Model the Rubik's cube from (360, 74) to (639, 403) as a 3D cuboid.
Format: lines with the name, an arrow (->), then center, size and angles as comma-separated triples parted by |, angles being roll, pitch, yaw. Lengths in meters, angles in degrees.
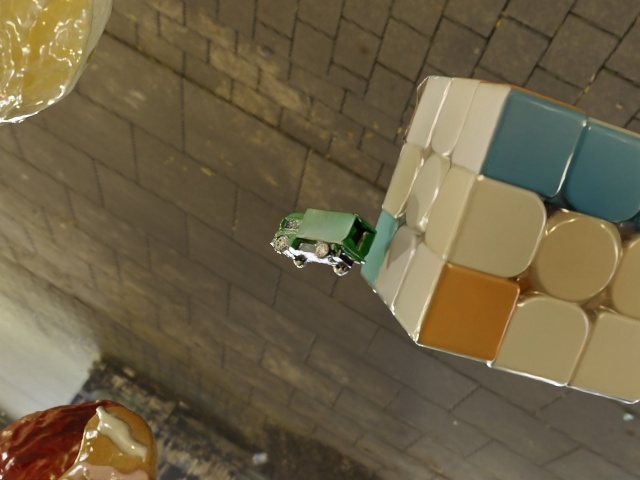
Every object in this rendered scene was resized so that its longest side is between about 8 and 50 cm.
Rubik's cube -> 0.293, -0.020, 1.164 | 0.344, 0.347, 0.346 | 15, -168, -12

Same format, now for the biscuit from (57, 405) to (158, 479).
biscuit -> -0.328, 0.414, 0.943 | 0.283, 0.432, 0.064 | 44, 165, 25

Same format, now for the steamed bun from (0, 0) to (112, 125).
steamed bun -> -0.374, -0.246, 0.758 | 0.325, 0.372, 0.230 | 50, -179, 25

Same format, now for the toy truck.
toy truck -> 0.000, 0.000, 1.214 | 0.147, 0.079, 0.065 | 6, 157, 42

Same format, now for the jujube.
jujube -> -0.435, 0.370, 1.350 | 0.197, 0.290, 0.197 | 14, 115, 34
